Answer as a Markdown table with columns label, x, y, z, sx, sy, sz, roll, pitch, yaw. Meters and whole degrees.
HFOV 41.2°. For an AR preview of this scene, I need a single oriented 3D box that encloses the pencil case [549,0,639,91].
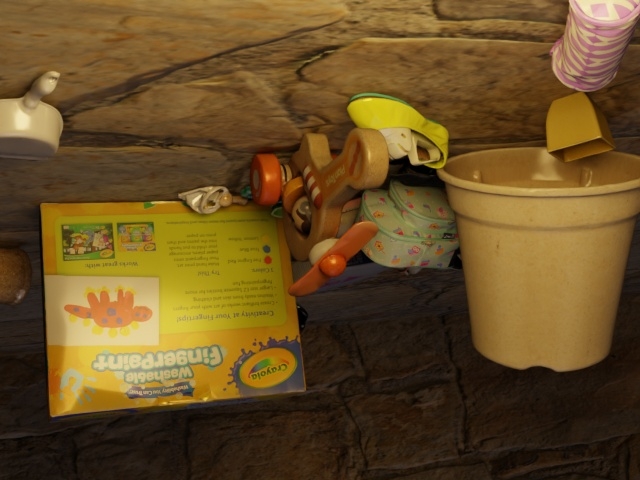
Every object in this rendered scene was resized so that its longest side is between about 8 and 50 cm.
| label | x | y | z | sx | sy | sz | roll | pitch | yaw |
| --- | --- | --- | --- | --- | --- | --- | --- | --- | --- |
| pencil case | 0.307 | -0.239 | 0.957 | 0.088 | 0.086 | 0.206 | 25 | 172 | 15 |

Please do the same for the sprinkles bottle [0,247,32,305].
| label | x | y | z | sx | sy | sz | roll | pitch | yaw |
| --- | --- | --- | --- | --- | --- | --- | --- | --- | --- |
| sprinkles bottle | -0.726 | 0.058 | 1.588 | 0.121 | 0.121 | 0.355 | -18 | 163 | 38 |

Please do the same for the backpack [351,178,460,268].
| label | x | y | z | sx | sy | sz | roll | pitch | yaw |
| --- | --- | --- | --- | --- | --- | --- | --- | --- | --- |
| backpack | 0.158 | -0.032 | 1.548 | 0.188 | 0.166 | 0.144 | -7 | 134 | -22 |

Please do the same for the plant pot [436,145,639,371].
| label | x | y | z | sx | sy | sz | roll | pitch | yaw |
| --- | --- | --- | --- | --- | --- | --- | --- | --- | --- |
| plant pot | 0.351 | 0.028 | 1.354 | 0.334 | 0.305 | 0.334 | -2 | -164 | 1 |

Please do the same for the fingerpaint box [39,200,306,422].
| label | x | y | z | sx | sy | sz | roll | pitch | yaw |
| --- | --- | --- | --- | --- | --- | --- | --- | --- | --- |
| fingerpaint box | -0.277 | 0.124 | 1.561 | 0.445 | 0.371 | 0.163 | -3 | 166 | -20 |

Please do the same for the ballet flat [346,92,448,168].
| label | x | y | z | sx | sy | sz | roll | pitch | yaw |
| --- | --- | --- | --- | --- | --- | --- | --- | --- | --- |
| ballet flat | 0.123 | -0.151 | 1.238 | 0.077 | 0.077 | 0.231 | -15 | 164 | 34 |

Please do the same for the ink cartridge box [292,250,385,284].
| label | x | y | z | sx | sy | sz | roll | pitch | yaw |
| --- | --- | --- | --- | --- | --- | --- | --- | --- | --- |
| ink cartridge box | 0.017 | 0.078 | 2.007 | 0.330 | 0.071 | 0.324 | -27 | 168 | 40 |

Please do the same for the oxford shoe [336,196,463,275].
| label | x | y | z | sx | sy | sz | roll | pitch | yaw |
| --- | --- | --- | --- | --- | --- | --- | --- | --- | --- |
| oxford shoe | 0.160 | -0.008 | 1.714 | 0.397 | 0.146 | 0.140 | 2 | 165 | -32 |

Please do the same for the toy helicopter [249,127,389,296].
| label | x | y | z | sx | sy | sz | roll | pitch | yaw |
| --- | --- | --- | --- | --- | --- | --- | --- | --- | --- |
| toy helicopter | 0.012 | -0.055 | 1.242 | 0.140 | 0.235 | 0.355 | -2 | 166 | -21 |

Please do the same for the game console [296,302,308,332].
| label | x | y | z | sx | sy | sz | roll | pitch | yaw |
| --- | --- | --- | --- | --- | --- | --- | --- | --- | --- |
| game console | -0.189 | 0.148 | 1.841 | 0.250 | 0.293 | 0.173 | -54 | 173 | 14 |

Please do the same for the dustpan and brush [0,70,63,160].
| label | x | y | z | sx | sy | sz | roll | pitch | yaw |
| --- | --- | --- | --- | --- | --- | --- | --- | --- | --- |
| dustpan and brush | -0.368 | -0.153 | 1.049 | 0.147 | 0.060 | 0.211 | 2 | 171 | -40 |

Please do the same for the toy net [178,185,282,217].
| label | x | y | z | sx | sy | sz | roll | pitch | yaw |
| --- | --- | --- | --- | --- | --- | --- | --- | --- | --- |
| toy net | -0.133 | -0.073 | 1.506 | 0.232 | 0.045 | 0.122 | -4 | 167 | -13 |

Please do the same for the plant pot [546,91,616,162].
| label | x | y | z | sx | sy | sz | roll | pitch | yaw |
| --- | --- | --- | --- | --- | --- | --- | --- | --- | --- |
| plant pot | 0.383 | -0.173 | 1.268 | 0.081 | 0.083 | 0.081 | -14 | 165 | 32 |

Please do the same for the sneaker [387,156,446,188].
| label | x | y | z | sx | sy | sz | roll | pitch | yaw |
| --- | --- | --- | --- | --- | --- | --- | --- | --- | --- |
| sneaker | 0.194 | -0.121 | 1.461 | 0.170 | 0.051 | 0.089 | -3 | 171 | -4 |
